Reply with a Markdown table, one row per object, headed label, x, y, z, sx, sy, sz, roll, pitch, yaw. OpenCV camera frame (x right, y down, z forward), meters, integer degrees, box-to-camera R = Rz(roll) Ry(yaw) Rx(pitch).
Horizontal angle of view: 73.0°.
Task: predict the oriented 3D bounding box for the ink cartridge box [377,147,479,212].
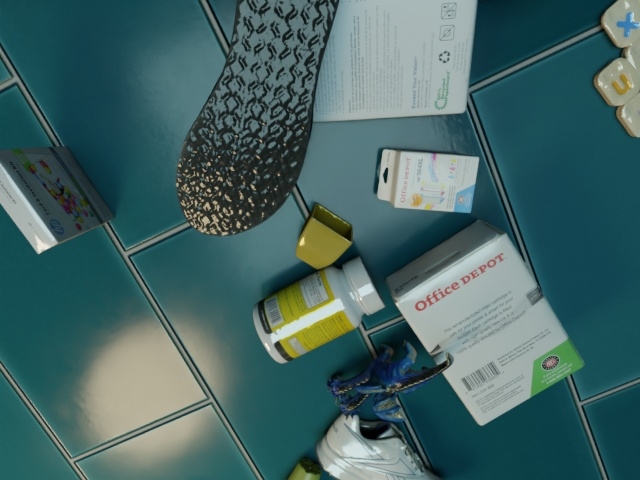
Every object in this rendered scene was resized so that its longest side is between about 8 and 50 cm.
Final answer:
| label | x | y | z | sx | sy | sz | roll | pitch | yaw |
| --- | --- | --- | --- | --- | --- | --- | --- | --- | --- |
| ink cartridge box | 0.171 | -0.101 | 0.718 | 0.143 | 0.090 | 0.092 | 3 | 104 | -2 |

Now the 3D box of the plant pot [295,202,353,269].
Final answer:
| label | x | y | z | sx | sy | sz | roll | pitch | yaw |
| --- | --- | --- | --- | --- | --- | --- | --- | --- | --- |
| plant pot | 0.000 | 0.000 | 0.749 | 0.081 | 0.081 | 0.083 | 32 | 110 | -9 |

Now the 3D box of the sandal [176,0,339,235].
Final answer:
| label | x | y | z | sx | sy | sz | roll | pitch | yaw |
| --- | --- | --- | --- | --- | --- | --- | --- | --- | --- |
| sandal | -0.078 | -0.209 | 0.619 | 0.167 | 0.107 | 0.446 | 20 | 109 | -11 |

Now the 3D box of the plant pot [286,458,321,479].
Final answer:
| label | x | y | z | sx | sy | sz | roll | pitch | yaw |
| --- | --- | --- | --- | --- | --- | --- | --- | --- | --- |
| plant pot | -0.036 | 0.494 | 0.880 | 0.083 | 0.083 | 0.079 | 23 | 90 | -7 |

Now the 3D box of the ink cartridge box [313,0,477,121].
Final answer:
| label | x | y | z | sx | sy | sz | roll | pitch | yaw |
| --- | --- | --- | --- | --- | --- | --- | --- | --- | --- |
| ink cartridge box | 0.054 | -0.341 | 0.619 | 0.329 | 0.071 | 0.324 | -2 | 122 | 4 |

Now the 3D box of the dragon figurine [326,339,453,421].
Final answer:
| label | x | y | z | sx | sy | sz | roll | pitch | yaw |
| --- | --- | --- | --- | --- | --- | --- | --- | --- | --- |
| dragon figurine | 0.116 | 0.252 | 0.746 | 0.144 | 0.289 | 0.085 | -42 | 99 | -27 |

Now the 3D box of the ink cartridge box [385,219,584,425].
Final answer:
| label | x | y | z | sx | sy | sz | roll | pitch | yaw |
| --- | --- | --- | --- | --- | --- | --- | --- | --- | --- |
| ink cartridge box | 0.281 | 0.140 | 0.765 | 0.211 | 0.121 | 0.289 | -33 | 103 | 7 |

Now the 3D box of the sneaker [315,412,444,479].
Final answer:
| label | x | y | z | sx | sy | sz | roll | pitch | yaw |
| --- | --- | --- | --- | --- | --- | --- | --- | --- | --- |
| sneaker | 0.141 | 0.438 | 0.851 | 0.297 | 0.111 | 0.129 | 29 | 96 | -9 |

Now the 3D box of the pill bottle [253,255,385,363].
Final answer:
| label | x | y | z | sx | sy | sz | roll | pitch | yaw |
| --- | --- | --- | --- | --- | --- | --- | --- | --- | --- |
| pill bottle | -0.001 | 0.118 | 0.757 | 0.208 | 0.119 | 0.119 | -27 | 103 | 6 |

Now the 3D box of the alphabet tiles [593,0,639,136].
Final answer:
| label | x | y | z | sx | sy | sz | roll | pitch | yaw |
| --- | --- | --- | --- | --- | --- | --- | --- | --- | --- |
| alphabet tiles | 0.597 | -0.314 | 0.706 | 0.284 | 0.021 | 0.278 | -43 | 101 | 9 |

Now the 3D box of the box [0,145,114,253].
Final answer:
| label | x | y | z | sx | sy | sz | roll | pitch | yaw |
| --- | --- | --- | --- | --- | --- | --- | --- | --- | --- |
| box | -0.411 | -0.071 | 0.666 | 0.038 | 0.186 | 0.145 | -28 | 103 | 6 |
